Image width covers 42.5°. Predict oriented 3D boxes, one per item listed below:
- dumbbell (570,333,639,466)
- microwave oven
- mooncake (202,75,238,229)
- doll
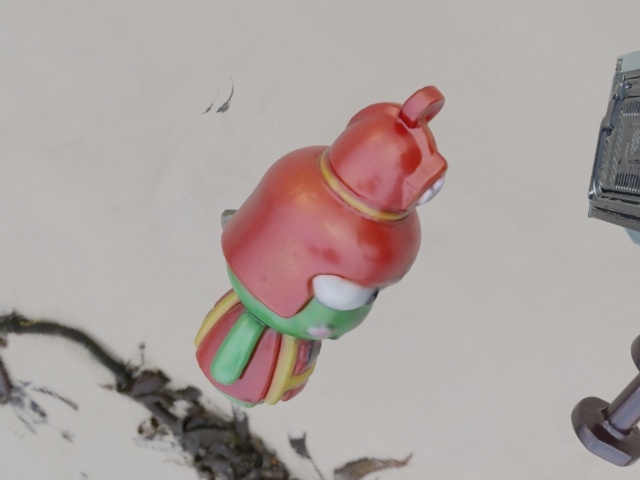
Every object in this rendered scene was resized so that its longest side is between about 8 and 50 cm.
[{"bbox_3d":[0.541,0.270,1.402,0.140,0.124,0.225,26,124,0],"label":"dumbbell"},{"bbox_3d":[0.289,-0.063,0.589,0.122,0.208,0.163,9,97,-2],"label":"microwave oven"},{"bbox_3d":[-0.173,-0.138,1.480,0.057,0.150,0.347,1,154,0],"label":"mooncake"},{"bbox_3d":[0.000,0.001,0.764,0.160,0.182,0.363,47,121,14],"label":"doll"}]
